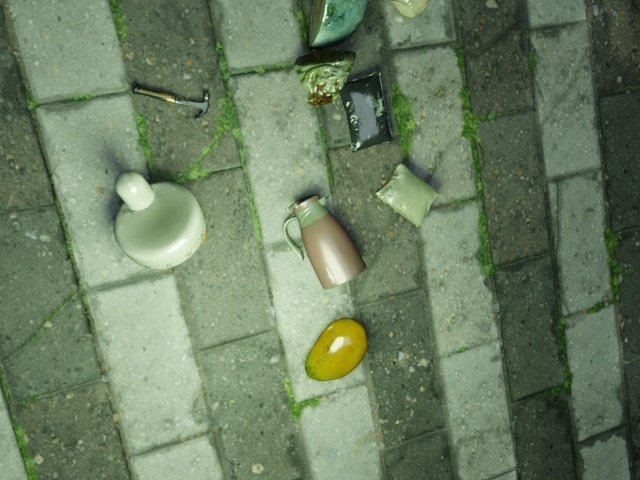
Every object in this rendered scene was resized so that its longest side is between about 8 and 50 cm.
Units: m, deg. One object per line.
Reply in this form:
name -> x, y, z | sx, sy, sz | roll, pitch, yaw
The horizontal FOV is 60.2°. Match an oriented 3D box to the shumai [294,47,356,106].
shumai -> 0.028, -0.455, 1.560 | 0.184, 0.184, 0.142 | -19, 125, -14

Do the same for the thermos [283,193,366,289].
thermos -> 0.000, 0.000, 1.609 | 0.176, 0.146, 0.265 | -28, 96, 14

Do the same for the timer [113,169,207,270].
timer -> -0.417, -0.052, 1.412 | 0.233, 0.240, 0.234 | -4, 62, 7

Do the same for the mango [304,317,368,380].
mango -> 0.052, 0.337, 1.668 | 0.151, 0.120, 0.221 | 34, 93, -15

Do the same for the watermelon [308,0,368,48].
watermelon -> 0.075, -0.697, 1.512 | 0.175, 0.188, 0.322 | 1, 98, -16

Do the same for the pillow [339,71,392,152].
pillow -> 0.135, -0.381, 1.641 | 0.141, 0.055, 0.209 | -17, 101, -5

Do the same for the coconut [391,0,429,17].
coconut -> 0.256, -0.719, 1.610 | 0.124, 0.110, 0.110 | 34, 86, -25

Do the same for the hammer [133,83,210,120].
hammer -> -0.401, -0.379, 1.490 | 0.200, 0.021, 0.078 | 10, 94, -18

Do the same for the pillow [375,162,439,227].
pillow -> 0.275, -0.136, 1.700 | 0.181, 0.078, 0.134 | 35, 85, -19
